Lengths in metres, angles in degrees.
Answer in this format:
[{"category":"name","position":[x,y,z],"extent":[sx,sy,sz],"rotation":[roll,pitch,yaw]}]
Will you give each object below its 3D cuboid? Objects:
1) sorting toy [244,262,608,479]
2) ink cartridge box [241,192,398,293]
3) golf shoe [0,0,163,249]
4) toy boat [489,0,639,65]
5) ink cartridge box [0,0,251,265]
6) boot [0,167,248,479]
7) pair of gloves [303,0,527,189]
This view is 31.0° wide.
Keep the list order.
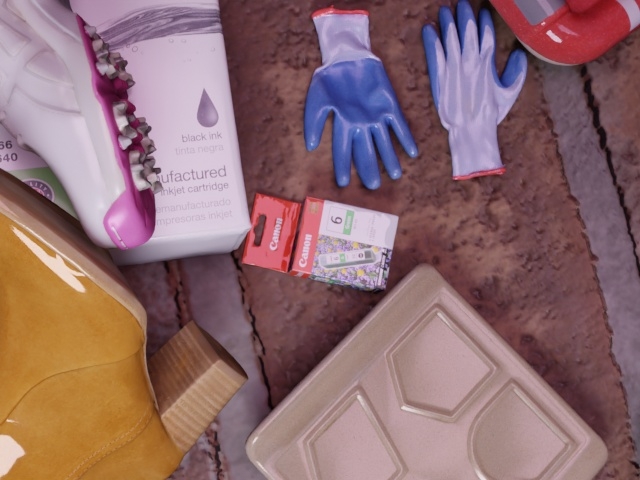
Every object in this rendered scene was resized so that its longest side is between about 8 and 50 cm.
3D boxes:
[{"category":"sorting toy","position":[0.053,0.198,0.899],"extent":[0.307,0.041,0.229],"rotation":[-44,95,-13]},{"category":"ink cartridge box","position":[0.000,0.000,0.923],"extent":[0.115,0.029,0.062],"rotation":[12,79,-8]},{"category":"golf shoe","position":[-0.205,-0.121,0.759],"extent":[0.140,0.115,0.306],"rotation":[-24,79,-1]},{"category":"toy boat","position":[0.247,-0.258,0.946],"extent":[0.231,0.151,0.151],"rotation":[-37,89,-13]},{"category":"ink cartridge box","position":[-0.172,-0.120,0.869],"extent":[0.198,0.115,0.272],"rotation":[-7,82,-11]},{"category":"boot","position":[-0.200,0.097,0.764],"extent":[0.211,0.104,0.295],"rotation":[-44,129,-1]},{"category":"pair of gloves","position":[0.081,-0.123,0.961],"extent":[0.198,0.023,0.159],"rotation":[-5,82,-10]}]
